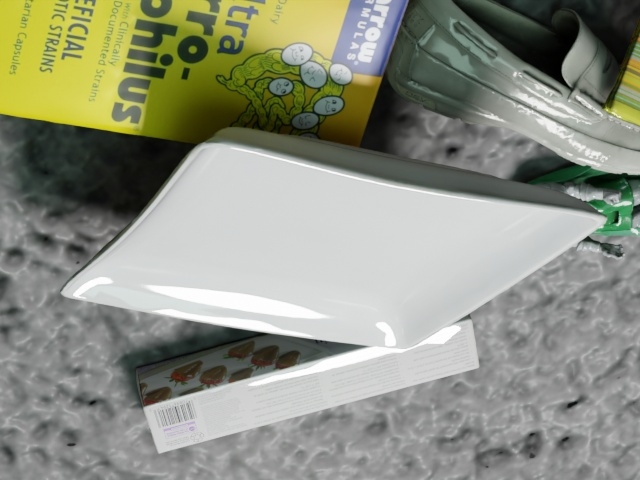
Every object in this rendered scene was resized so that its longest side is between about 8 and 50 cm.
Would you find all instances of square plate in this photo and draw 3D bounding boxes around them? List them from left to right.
[{"bbox_3d":[0.000,0.000,1.530,0.347,0.049,0.344,10,156,-23],"label":"square plate"}]

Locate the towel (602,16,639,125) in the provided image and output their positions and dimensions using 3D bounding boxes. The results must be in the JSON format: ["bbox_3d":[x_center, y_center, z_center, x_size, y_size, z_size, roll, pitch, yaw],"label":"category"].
[{"bbox_3d":[0.324,-0.205,1.593,0.102,0.021,0.237,20,91,-30],"label":"towel"}]

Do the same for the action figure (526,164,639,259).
[{"bbox_3d":[0.266,-0.031,1.732,0.232,0.063,0.137,-9,133,-2],"label":"action figure"}]

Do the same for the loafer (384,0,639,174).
[{"bbox_3d":[0.210,-0.142,1.610,0.319,0.112,0.111,14,128,-21],"label":"loafer"}]

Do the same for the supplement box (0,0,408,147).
[{"bbox_3d":[-0.131,-0.207,1.433,0.357,0.195,0.194,8,122,-19],"label":"supplement box"}]

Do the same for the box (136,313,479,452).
[{"bbox_3d":[-0.013,0.122,1.766,0.324,0.063,0.067,-16,127,-3],"label":"box"}]
